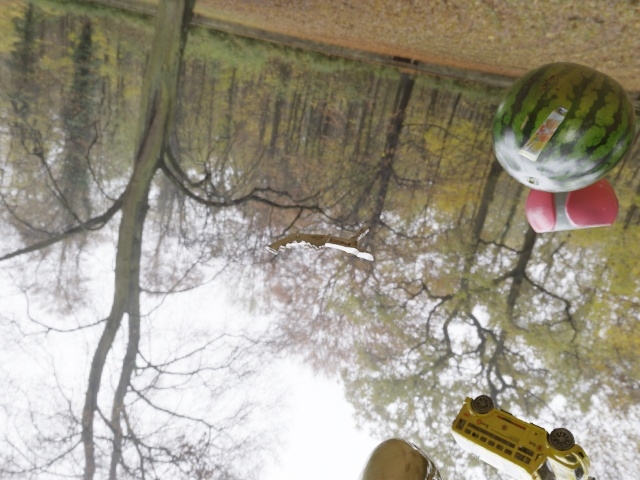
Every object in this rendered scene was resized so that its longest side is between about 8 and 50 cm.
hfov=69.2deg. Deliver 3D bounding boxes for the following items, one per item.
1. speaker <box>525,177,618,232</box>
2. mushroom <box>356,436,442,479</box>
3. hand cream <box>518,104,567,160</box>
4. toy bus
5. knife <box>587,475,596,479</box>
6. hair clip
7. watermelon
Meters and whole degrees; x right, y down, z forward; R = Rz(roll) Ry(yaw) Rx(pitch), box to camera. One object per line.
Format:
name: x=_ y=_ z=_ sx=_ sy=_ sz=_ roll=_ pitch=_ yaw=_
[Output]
speaker: x=0.901 y=-0.126 z=1.660 sx=0.295 sy=0.293 sz=0.294 roll=10 pitch=-161 yaw=-4
mushroom: x=0.252 y=0.647 z=1.130 sx=0.337 sy=0.313 sz=0.314 roll=-6 pitch=-170 yaw=26
hand cream: x=0.396 y=-0.189 z=0.820 sx=0.035 sy=0.102 sz=0.022 roll=29 pitch=-149 yaw=0
toy bus: x=0.529 y=0.553 z=1.248 sx=0.152 sy=0.144 sz=0.330 roll=-46 pitch=-148 yaw=-24
knife: x=0.768 y=0.865 z=1.340 sx=0.043 sy=0.089 sz=0.365 roll=30 pitch=-124 yaw=0
hair clip: x=0.000 y=0.000 z=0.974 sx=0.226 sy=0.072 sz=0.034 roll=3 pitch=160 yaw=-5
watermelon: x=0.524 y=-0.247 z=1.024 sx=0.286 sy=0.284 sz=0.285 roll=10 pitch=-161 yaw=-4
